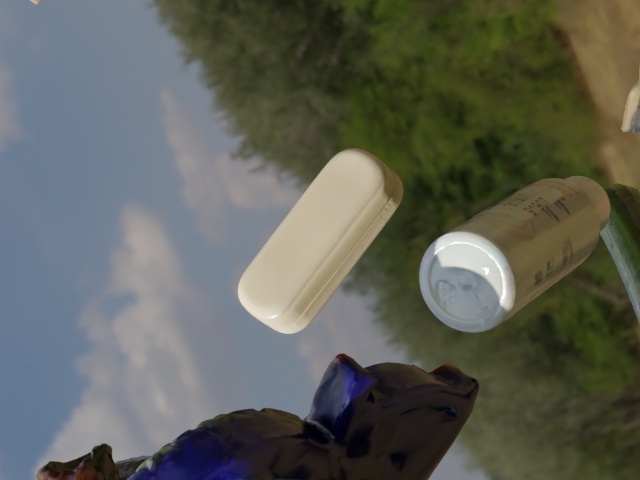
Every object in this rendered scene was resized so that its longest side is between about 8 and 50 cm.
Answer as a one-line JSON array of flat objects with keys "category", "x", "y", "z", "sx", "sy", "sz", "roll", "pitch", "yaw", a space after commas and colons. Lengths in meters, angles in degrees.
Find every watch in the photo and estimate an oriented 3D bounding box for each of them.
[{"category": "watch", "x": 0.005, "y": 0.175, "z": 0.735, "sx": 0.171, "sy": 0.196, "sz": 0.200, "roll": 11, "pitch": -152, "yaw": -42}]

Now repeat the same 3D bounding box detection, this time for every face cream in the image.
[{"category": "face cream", "x": 0.167, "y": 0.000, "z": 1.315, "sx": 0.269, "sy": 0.082, "sz": 0.082, "roll": -29, "pitch": -82, "yaw": -59}]

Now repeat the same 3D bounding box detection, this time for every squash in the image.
[{"category": "squash", "x": 0.305, "y": 0.022, "z": 1.519, "sx": 0.229, "sy": 0.066, "sz": 0.066, "roll": -105, "pitch": -9, "yaw": -54}]

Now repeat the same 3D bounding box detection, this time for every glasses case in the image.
[{"category": "glasses case", "x": 0.000, "y": 0.000, "z": 1.598, "sx": 0.083, "sy": 0.196, "sz": 0.050, "roll": 36, "pitch": 177, "yaw": 44}]

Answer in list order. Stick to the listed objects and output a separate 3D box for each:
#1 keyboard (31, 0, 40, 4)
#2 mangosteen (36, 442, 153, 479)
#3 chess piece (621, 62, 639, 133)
[{"category": "keyboard", "x": -0.154, "y": -0.231, "z": 1.067, "sx": 0.055, "sy": 0.166, "sz": 0.017, "roll": 35, "pitch": -164, "yaw": -28}, {"category": "mangosteen", "x": -0.106, "y": 0.284, "z": 1.139, "sx": 0.293, "sy": 0.297, "sz": 0.297, "roll": -54, "pitch": 44, "yaw": 44}, {"category": "chess piece", "x": 0.279, "y": -0.195, "z": 0.985, "sx": 0.137, "sy": 0.137, "sz": 0.301, "roll": -81, "pitch": 2, "yaw": -79}]
